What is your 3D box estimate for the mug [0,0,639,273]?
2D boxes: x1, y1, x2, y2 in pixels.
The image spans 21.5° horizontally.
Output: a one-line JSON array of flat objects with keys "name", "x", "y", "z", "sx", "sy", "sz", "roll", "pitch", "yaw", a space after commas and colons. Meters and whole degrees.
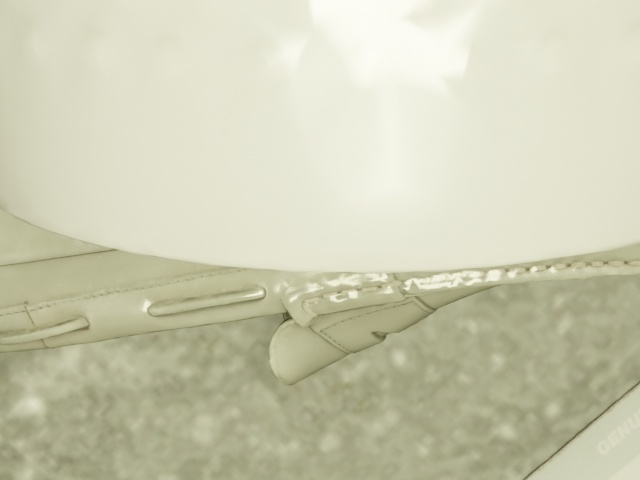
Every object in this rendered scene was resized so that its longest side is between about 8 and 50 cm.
[{"name": "mug", "x": -0.031, "y": -0.183, "z": 0.514, "sx": 0.374, "sy": 0.276, "sz": 0.328, "roll": -7, "pitch": 109, "yaw": -16}]

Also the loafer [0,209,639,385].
[{"name": "loafer", "x": 0.000, "y": 0.000, "z": 0.668, "sx": 0.319, "sy": 0.112, "sz": 0.111, "roll": 1, "pitch": 105, "yaw": 8}]

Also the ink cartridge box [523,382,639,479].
[{"name": "ink cartridge box", "x": 0.150, "y": 0.201, "z": 0.685, "sx": 0.275, "sy": 0.060, "sz": 0.239, "roll": -41, "pitch": 56, "yaw": 7}]
